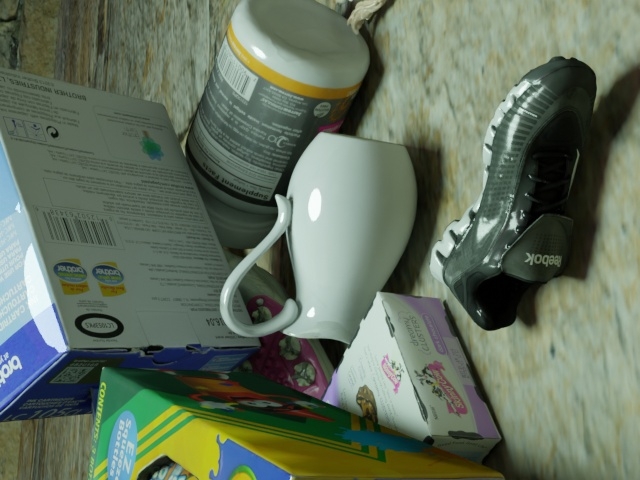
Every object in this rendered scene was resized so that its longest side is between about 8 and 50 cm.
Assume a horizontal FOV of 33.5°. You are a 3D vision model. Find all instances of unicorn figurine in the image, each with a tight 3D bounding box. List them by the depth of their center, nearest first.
[{"bbox_3d":[0.050,-0.317,1.171,0.111,0.060,0.162,-45,59,53],"label":"unicorn figurine"}]

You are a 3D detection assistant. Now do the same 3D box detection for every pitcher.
[{"bbox_3d":[0.000,0.000,1.021,0.125,0.178,0.207,-156,75,-64],"label":"pitcher"}]

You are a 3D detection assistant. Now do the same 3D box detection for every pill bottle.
[{"bbox_3d":[-0.064,-0.132,1.230,0.162,0.162,0.278,-107,33,-43],"label":"pill bottle"}]

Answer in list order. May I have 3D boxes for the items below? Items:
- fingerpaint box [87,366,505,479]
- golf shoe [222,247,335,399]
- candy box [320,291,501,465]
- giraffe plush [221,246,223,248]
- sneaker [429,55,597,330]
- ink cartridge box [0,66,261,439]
[{"bbox_3d":[-0.066,0.341,0.771,0.371,0.163,0.444,9,91,61],"label":"fingerpaint box"},{"bbox_3d":[-0.056,0.100,1.218,0.306,0.140,0.115,45,114,34],"label":"golf shoe"},{"bbox_3d":[0.065,0.172,0.955,0.165,0.070,0.196,-108,34,-45],"label":"candy box"},{"bbox_3d":[-0.174,0.072,1.440,0.170,0.210,0.181,-60,10,-26],"label":"giraffe plush"},{"bbox_3d":[0.159,-0.023,0.804,0.106,0.078,0.234,-112,34,-44],"label":"sneaker"},{"bbox_3d":[-0.237,0.031,1.107,0.151,0.270,0.395,-39,64,29],"label":"ink cartridge box"}]
